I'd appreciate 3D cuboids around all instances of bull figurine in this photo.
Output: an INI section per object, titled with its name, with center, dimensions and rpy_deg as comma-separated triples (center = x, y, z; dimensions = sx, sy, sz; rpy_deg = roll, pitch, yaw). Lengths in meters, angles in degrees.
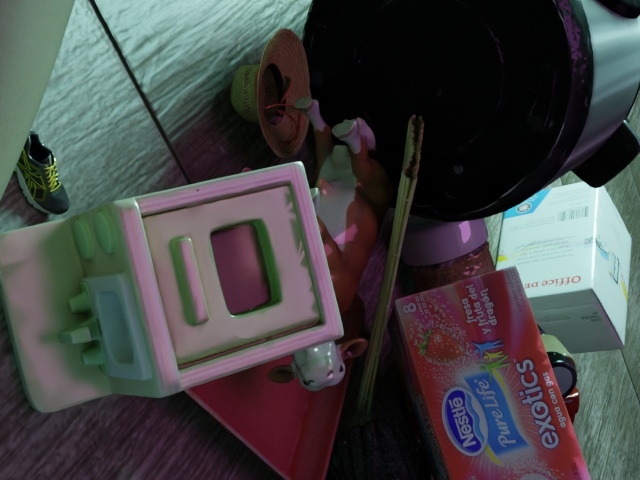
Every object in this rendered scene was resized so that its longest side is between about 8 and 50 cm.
[bull figurine]
center = 0.000, 0.000, 1.017
dimensions = 0.310, 0.101, 0.188
rpy_deg = -71, 152, -44

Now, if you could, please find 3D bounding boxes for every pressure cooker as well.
[pressure cooker]
center = 0.213, -0.239, 1.288
dimensions = 0.420, 0.376, 0.369
rpy_deg = -25, 115, -57

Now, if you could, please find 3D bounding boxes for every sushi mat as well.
[sushi mat]
center = 0.078, 0.029, 1.130
dimensions = 0.151, 0.019, 0.316
rpy_deg = -73, 173, -58

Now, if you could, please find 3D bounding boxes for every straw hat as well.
[straw hat]
center = -0.065, -0.160, 1.105
dimensions = 0.144, 0.061, 0.144
rpy_deg = 6, 90, -66

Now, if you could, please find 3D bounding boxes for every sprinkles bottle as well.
[sprinkles bottle]
center = 0.211, 0.128, 1.387
dimensions = 0.121, 0.121, 0.355
rpy_deg = -39, 113, -55

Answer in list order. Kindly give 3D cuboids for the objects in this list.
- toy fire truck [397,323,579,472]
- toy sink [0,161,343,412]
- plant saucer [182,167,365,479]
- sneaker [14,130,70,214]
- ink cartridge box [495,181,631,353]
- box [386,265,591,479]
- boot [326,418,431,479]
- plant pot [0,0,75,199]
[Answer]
[toy fire truck]
center = 0.220, 0.255, 1.285
dimensions = 0.158, 0.217, 0.246
rpy_deg = -116, -161, -65
[toy sink]
center = -0.120, 0.037, 0.804
dimensions = 0.234, 0.131, 0.152
rpy_deg = -14, 92, -30
[plant saucer]
center = -0.057, 0.101, 1.047
dimensions = 0.259, 0.048, 0.258
rpy_deg = 49, 42, -37
[sneaker]
center = -0.232, -0.056, 0.833
dimensions = 0.083, 0.035, 0.031
rpy_deg = 58, 38, -30
[ink cartridge box]
center = 0.403, 0.050, 1.666
dimensions = 0.168, 0.171, 0.232
rpy_deg = 51, 42, -37
[box]
center = 0.185, 0.199, 1.108
dimensions = 0.154, 0.142, 0.299
rpy_deg = 90, -16, -76
[boot]
center = 0.086, 0.392, 1.102
dimensions = 0.260, 0.131, 0.347
rpy_deg = -113, -158, -50
[plant pot]
center = -0.285, -0.066, 0.593
dimensions = 0.256, 0.257, 0.273
rpy_deg = 8, 90, -56
